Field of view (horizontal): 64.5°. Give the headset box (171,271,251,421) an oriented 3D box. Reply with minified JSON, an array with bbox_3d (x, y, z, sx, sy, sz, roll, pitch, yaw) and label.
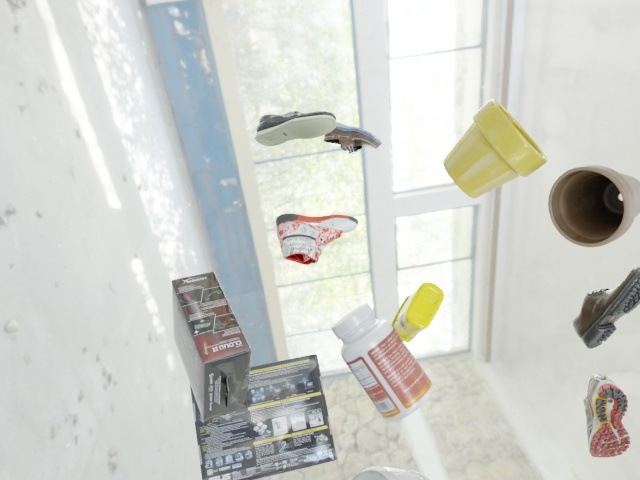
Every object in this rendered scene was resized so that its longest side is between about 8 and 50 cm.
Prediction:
[{"bbox_3d":[-0.256,0.253,1.187,0.293,0.110,0.218,54,-35,41],"label":"headset box"}]

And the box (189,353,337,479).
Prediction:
[{"bbox_3d":[-0.174,0.536,1.523,0.097,0.394,0.318,119,-40,-74],"label":"box"}]

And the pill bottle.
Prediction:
[{"bbox_3d":[0.119,0.238,1.016,0.216,0.121,0.121,55,-5,3],"label":"pill bottle"}]

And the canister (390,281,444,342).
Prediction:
[{"bbox_3d":[0.244,0.182,1.286,0.126,0.073,0.170,-57,173,-20],"label":"canister"}]

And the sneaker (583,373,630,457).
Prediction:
[{"bbox_3d":[0.669,0.415,1.193,0.093,0.088,0.225,-73,158,-68],"label":"sneaker"}]

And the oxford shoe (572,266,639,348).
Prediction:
[{"bbox_3d":[0.650,0.136,1.153,0.227,0.082,0.096,-63,-145,31],"label":"oxford shoe"}]

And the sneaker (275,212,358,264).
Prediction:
[{"bbox_3d":[-0.001,0.000,1.520,0.090,0.270,0.145,-41,-127,56],"label":"sneaker"}]

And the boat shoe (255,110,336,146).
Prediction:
[{"bbox_3d":[-0.065,-0.305,1.307,0.084,0.233,0.079,41,51,-52],"label":"boat shoe"}]

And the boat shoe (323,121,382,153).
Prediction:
[{"bbox_3d":[0.084,-0.267,1.363,0.066,0.183,0.066,24,92,-50],"label":"boat shoe"}]

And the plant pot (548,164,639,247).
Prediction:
[{"bbox_3d":[0.923,-0.124,1.651,0.263,0.229,0.263,27,-57,52],"label":"plant pot"}]

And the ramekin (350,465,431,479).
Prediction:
[{"bbox_3d":[0.117,0.510,0.906,0.207,0.109,0.207,-40,-147,33],"label":"ramekin"}]

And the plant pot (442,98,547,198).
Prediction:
[{"bbox_3d":[0.525,-0.265,1.578,0.254,0.239,0.254,34,31,-24],"label":"plant pot"}]
